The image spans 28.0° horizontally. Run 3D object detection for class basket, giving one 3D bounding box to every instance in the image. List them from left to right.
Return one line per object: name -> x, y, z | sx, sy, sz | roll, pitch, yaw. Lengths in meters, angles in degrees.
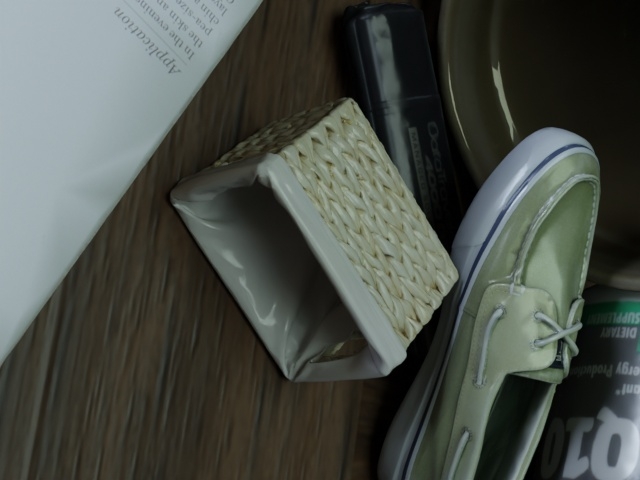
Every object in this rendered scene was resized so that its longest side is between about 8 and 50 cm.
basket -> 0.000, 0.000, 0.868 | 0.103, 0.113, 0.167 | -44, 110, -36

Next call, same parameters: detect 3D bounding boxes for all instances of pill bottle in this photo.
pill bottle -> 0.256, 0.229, 0.973 | 0.204, 0.204, 0.361 | 24, 70, -32

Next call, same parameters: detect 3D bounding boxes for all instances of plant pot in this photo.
plant pot -> 0.298, -0.150, 0.986 | 0.280, 0.323, 0.323 | -19, 96, -42

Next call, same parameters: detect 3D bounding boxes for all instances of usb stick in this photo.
usb stick -> 0.070, -0.044, 0.966 | 0.077, 0.045, 0.278 | -13, 92, -44

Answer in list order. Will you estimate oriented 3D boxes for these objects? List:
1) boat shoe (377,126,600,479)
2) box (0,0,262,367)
boat shoe -> 0.139, 0.072, 0.906 | 0.109, 0.094, 0.302 | 11, 104, -41
box -> -0.176, -0.113, 0.681 | 0.168, 0.215, 0.345 | 45, 61, -25
